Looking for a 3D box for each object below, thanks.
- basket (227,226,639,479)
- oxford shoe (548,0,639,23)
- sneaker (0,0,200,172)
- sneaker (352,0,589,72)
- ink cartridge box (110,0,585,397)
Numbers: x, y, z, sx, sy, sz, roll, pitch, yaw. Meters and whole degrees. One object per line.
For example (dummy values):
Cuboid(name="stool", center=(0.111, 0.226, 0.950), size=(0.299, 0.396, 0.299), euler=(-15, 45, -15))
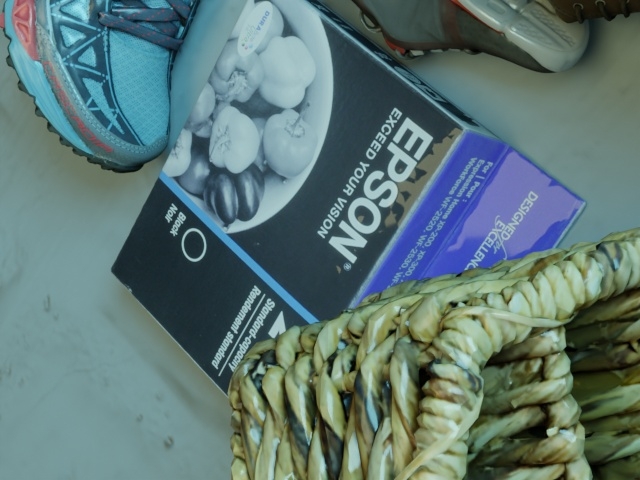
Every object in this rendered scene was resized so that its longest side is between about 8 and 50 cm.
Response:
Cuboid(name="basket", center=(0.115, 0.149, 0.425), size=(0.223, 0.213, 0.299), euler=(-13, 90, 37))
Cuboid(name="oxford shoe", center=(0.147, -0.132, 0.485), size=(0.227, 0.083, 0.096), euler=(28, 129, 25))
Cuboid(name="sneaker", center=(-0.106, -0.170, 0.634), size=(0.125, 0.104, 0.262), euler=(-4, 91, 33))
Cuboid(name="sneaker", center=(0.061, -0.116, 0.562), size=(0.158, 0.061, 0.065), euler=(38, 140, 28))
Cuboid(name="ink cartridge box", center=(0.000, 0.000, 0.609), size=(0.208, 0.045, 0.206), euler=(41, 114, 24))
